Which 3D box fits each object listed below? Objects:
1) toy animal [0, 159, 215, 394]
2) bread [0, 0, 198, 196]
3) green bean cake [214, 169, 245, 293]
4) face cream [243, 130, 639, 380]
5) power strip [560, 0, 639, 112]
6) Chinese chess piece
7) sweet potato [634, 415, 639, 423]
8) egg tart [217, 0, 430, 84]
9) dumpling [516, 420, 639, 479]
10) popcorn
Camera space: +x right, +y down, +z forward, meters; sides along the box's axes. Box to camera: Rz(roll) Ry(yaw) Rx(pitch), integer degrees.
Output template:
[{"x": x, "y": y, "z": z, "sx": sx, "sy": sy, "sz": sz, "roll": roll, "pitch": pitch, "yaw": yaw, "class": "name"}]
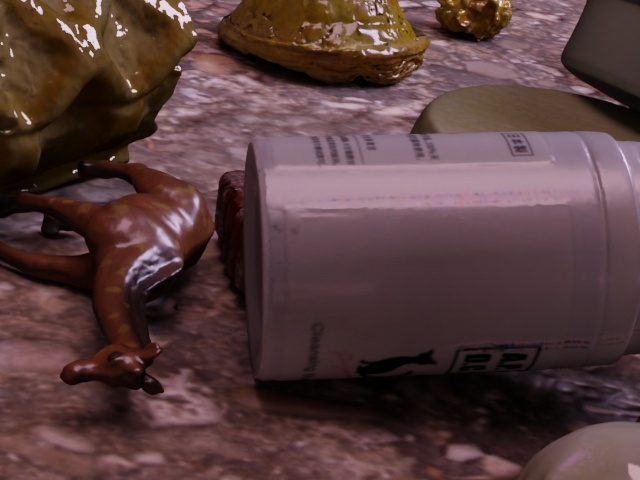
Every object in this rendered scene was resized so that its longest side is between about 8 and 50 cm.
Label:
[{"x": -0.131, "y": 0.018, "z": 0.978, "sx": 0.229, "sy": 0.066, "sz": 0.224, "roll": 20, "pitch": 29, "yaw": 33, "class": "toy animal"}, {"x": -0.234, "y": -0.122, "z": 1.115, "sx": 0.252, "sy": 0.238, "sz": 0.196, "roll": -24, "pitch": 78, "yaw": -48, "class": "bread"}, {"x": 0.000, "y": 0.000, "z": 1.082, "sx": 0.135, "sy": 0.056, "sz": 0.136, "roll": 4, "pitch": 24, "yaw": -15, "class": "green bean cake"}, {"x": 0.142, "y": 0.006, "z": 0.952, "sx": 0.369, "sy": 0.145, "sz": 0.145, "roll": -2, "pitch": 24, "yaw": -6, "class": "face cream"}, {"x": 0.378, "y": -0.129, "z": 1.270, "sx": 0.357, "sy": 0.161, "sz": 0.357, "roll": 27, "pitch": 7, "yaw": -3, "class": "power strip"}, {"x": 0.180, "y": -0.029, "z": 1.163, "sx": 0.250, "sy": 0.101, "sz": 0.250, "roll": 8, "pitch": 23, "yaw": -4, "class": "Chinese chess piece"}, {"x": 0.255, "y": 0.087, "z": 0.961, "sx": 0.075, "sy": 0.075, "sz": 0.269, "roll": 24, "pitch": 27, "yaw": 31, "class": "sweet potato"}, {"x": 0.006, "y": -0.219, "z": 1.561, "sx": 0.212, "sy": 0.090, "sz": 0.212, "roll": 8, "pitch": 19, "yaw": -3, "class": "egg tart"}, {"x": 0.120, "y": 0.135, "z": 0.769, "sx": 0.134, "sy": 0.100, "sz": 0.169, "roll": 2, "pitch": 18, "yaw": 19, "class": "dumpling"}, {"x": 0.165, "y": -0.250, "z": 1.729, "sx": 0.082, "sy": 0.057, "sz": 0.083, "roll": 17, "pitch": 27, "yaw": 21, "class": "popcorn"}]
